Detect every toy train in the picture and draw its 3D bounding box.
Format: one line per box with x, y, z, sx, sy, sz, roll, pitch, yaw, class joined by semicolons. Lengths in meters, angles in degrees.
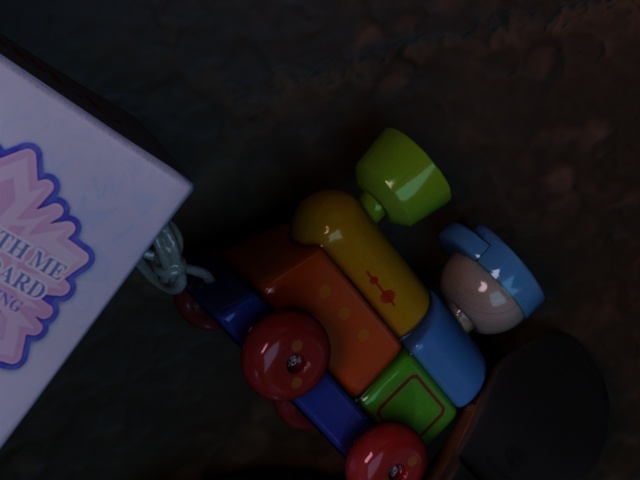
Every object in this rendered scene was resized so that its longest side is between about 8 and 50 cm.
0.000;0.000;0.605;0.143;0.105;0.248;-44;122;-7;toy train

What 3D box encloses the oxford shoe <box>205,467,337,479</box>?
0.008;0.182;0.707;0.227;0.083;0.096;9;116;-23;oxford shoe

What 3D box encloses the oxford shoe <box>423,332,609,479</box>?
0.086;0.119;0.675;0.076;0.212;0.076;51;134;-1;oxford shoe

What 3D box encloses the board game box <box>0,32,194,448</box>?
-0.246;0.026;0.294;0.319;0.066;0.318;34;95;-34;board game box
